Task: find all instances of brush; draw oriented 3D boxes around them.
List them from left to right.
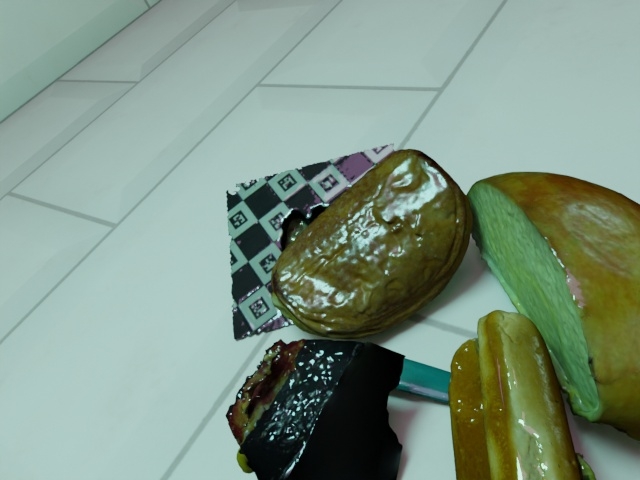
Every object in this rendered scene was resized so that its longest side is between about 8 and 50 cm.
[{"bbox_3d":[0.091,0.160,0.629,0.193,0.032,0.043,13,49,21],"label":"brush"}]

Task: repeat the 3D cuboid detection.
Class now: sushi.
[{"bbox_3d":[-0.016,0.187,0.569,0.150,0.153,0.172,-4,66,48],"label":"sushi"},{"bbox_3d":[0.000,0.000,0.820,0.290,0.050,0.264,-15,62,10],"label":"sushi"}]

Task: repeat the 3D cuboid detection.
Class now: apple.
[{"bbox_3d":[0.277,0.033,0.564,0.179,0.254,0.346,-48,32,25],"label":"apple"}]

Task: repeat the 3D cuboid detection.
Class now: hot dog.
[{"bbox_3d":[0.062,0.013,0.697,0.272,0.122,0.196,-45,58,5],"label":"hot dog"},{"bbox_3d":[0.177,0.218,0.455,0.100,0.135,0.337,12,46,-7],"label":"hot dog"}]
